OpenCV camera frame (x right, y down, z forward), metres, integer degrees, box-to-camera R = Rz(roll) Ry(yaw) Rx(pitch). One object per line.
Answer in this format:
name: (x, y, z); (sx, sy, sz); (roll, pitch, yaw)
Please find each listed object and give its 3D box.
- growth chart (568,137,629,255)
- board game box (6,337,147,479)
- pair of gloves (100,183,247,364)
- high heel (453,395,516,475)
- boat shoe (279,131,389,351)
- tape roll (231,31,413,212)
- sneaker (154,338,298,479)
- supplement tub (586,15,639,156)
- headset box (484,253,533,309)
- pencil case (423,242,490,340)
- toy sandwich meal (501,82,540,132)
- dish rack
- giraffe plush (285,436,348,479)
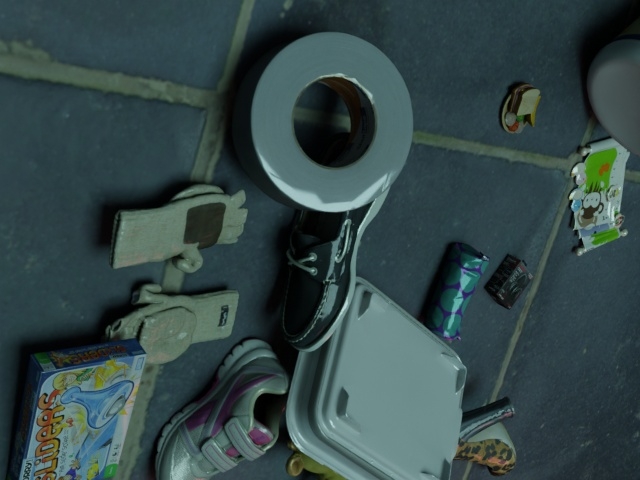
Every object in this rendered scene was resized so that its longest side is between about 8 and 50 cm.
growth chart: (0.516, -0.084, 1.867); (0.172, 0.021, 0.237); (-25, 126, -31)
board game box: (-0.296, 0.215, 1.223); (0.136, 0.035, 0.201); (-7, 127, -38)
pair of gloves: (-0.183, 0.043, 1.263); (0.204, 0.042, 0.240); (-20, 129, -41)
high heel: (0.261, 0.387, 1.858); (0.186, 0.093, 0.261); (-20, 140, -8)
boat shoe: (0.000, 0.000, 1.369); (0.091, 0.114, 0.302); (22, 84, -48)
tape roll: (0.003, -0.144, 1.254); (0.219, 0.072, 0.219); (-2, 94, -26)
sneaker: (-0.125, 0.258, 1.379); (0.252, 0.111, 0.103); (-54, 137, -7)
supplement tub: (0.627, -0.305, 1.701); (0.316, 0.228, 0.228); (-39, 133, -21)
headset box: (0.331, 0.070, 1.765); (0.083, 0.032, 0.062); (-52, 136, -7)
pencil case: (0.222, 0.083, 1.646); (0.070, 0.064, 0.151); (18, 100, -21)
toy sandwich meal: (0.321, -0.208, 1.610); (0.086, 0.029, 0.085); (-21, 124, -34)
dish rack: (0.104, 0.220, 1.469); (0.333, 0.072, 0.285); (40, 50, -34)
giraffe plush: (0.032, 0.324, 1.553); (0.210, 0.181, 0.170); (-26, 125, 14)
